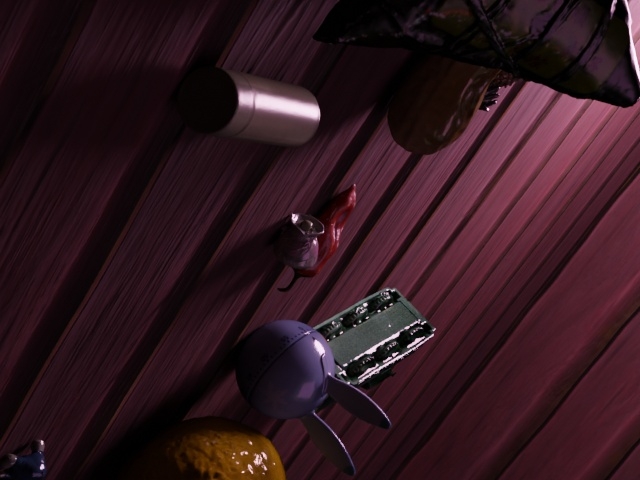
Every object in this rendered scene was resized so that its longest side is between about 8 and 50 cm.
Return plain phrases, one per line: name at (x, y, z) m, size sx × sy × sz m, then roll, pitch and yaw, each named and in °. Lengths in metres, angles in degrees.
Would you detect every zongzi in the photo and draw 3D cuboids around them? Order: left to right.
zongzi at (0.215, -0.341, 1.353) m, size 0.383 × 0.319 × 0.362 m, roll 0°, pitch 135°, yaw -43°

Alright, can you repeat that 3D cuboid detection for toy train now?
toy train at (0.065, 0.213, 2.337) m, size 0.330 × 0.138 × 0.178 m, roll -25°, pitch 156°, yaw -49°

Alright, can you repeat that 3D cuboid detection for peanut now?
peanut at (0.194, -0.234, 1.700) m, size 0.274 × 0.111 × 0.125 m, roll -52°, pitch 167°, yaw 15°

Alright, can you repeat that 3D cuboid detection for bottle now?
bottle at (-0.072, -0.139, 1.341) m, size 0.072 × 0.072 × 0.201 m, roll -52°, pitch 162°, yaw 15°

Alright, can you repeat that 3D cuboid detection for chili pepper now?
chili pepper at (0.001, 0.001, 1.853) m, size 0.191 × 0.050 × 0.059 m, roll -57°, pitch 145°, yaw 5°

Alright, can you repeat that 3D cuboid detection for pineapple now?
pineapple at (0.243, -0.235, 1.891) m, size 0.159 × 0.074 × 0.074 m, roll -44°, pitch 163°, yaw 4°

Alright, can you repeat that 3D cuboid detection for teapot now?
teapot at (-0.027, -0.005, 1.776) m, size 0.083 × 0.064 × 0.064 m, roll -82°, pitch -166°, yaw -60°

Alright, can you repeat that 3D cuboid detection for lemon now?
lemon at (-0.184, 0.402, 1.953) m, size 0.268 × 0.268 × 0.322 m, roll -56°, pitch 174°, yaw 26°

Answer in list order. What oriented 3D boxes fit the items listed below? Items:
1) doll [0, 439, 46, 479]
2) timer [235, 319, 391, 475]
doll at (-0.382, 0.300, 1.605) m, size 0.076 × 0.050 × 0.083 m, roll -15°, pitch 146°, yaw -53°
timer at (-0.013, 0.229, 2.016) m, size 0.175 × 0.255 × 0.175 m, roll -59°, pitch -177°, yaw 5°
